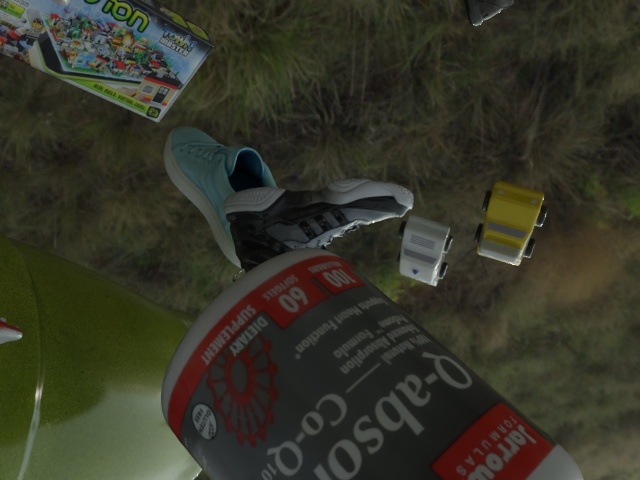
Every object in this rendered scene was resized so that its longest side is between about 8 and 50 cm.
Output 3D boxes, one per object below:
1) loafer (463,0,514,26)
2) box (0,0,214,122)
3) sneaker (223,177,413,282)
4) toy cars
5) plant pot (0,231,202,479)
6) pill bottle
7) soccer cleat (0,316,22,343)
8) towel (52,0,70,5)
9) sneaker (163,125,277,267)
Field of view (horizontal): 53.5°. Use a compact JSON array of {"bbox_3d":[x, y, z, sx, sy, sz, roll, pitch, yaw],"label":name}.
[{"bbox_3d":[0.218,-0.403,0.862,0.078,0.080,0.220,-14,138,14],"label":"loafer"},{"bbox_3d":[-0.223,-0.207,0.636,0.207,0.036,0.114,20,122,-44],"label":"box"},{"bbox_3d":[0.000,0.000,0.895,0.268,0.153,0.101,-4,172,4],"label":"sneaker"},{"bbox_3d":[0.250,0.016,1.146,0.176,0.087,0.393,40,148,-19],"label":"toy cars"},{"bbox_3d":[-0.307,0.176,0.707,0.366,0.366,0.353,-31,150,29],"label":"plant pot"},{"bbox_3d":[0.061,0.187,0.487,0.210,0.363,0.210,-37,151,-25],"label":"pill bottle"},{"bbox_3d":[-0.257,0.074,0.462,0.083,0.036,0.029,-1,151,9],"label":"soccer cleat"},{"bbox_3d":[-0.255,-0.359,0.369,0.317,0.053,0.332,34,140,2],"label":"towel"},{"bbox_3d":[-0.151,-0.117,1.091,0.135,0.366,0.150,-7,135,-41],"label":"sneaker"}]
